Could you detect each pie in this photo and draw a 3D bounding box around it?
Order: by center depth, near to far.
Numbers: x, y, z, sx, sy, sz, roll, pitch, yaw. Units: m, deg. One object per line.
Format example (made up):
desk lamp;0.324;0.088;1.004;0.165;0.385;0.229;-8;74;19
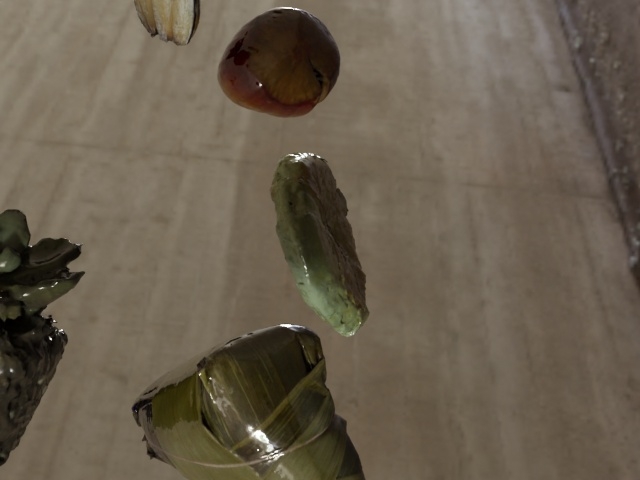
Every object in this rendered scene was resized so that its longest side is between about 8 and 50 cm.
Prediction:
pie;0.000;0.000;1.595;0.306;0.071;0.306;-15;-90;-77

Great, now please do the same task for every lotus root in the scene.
lotus root;-0.265;-0.510;1.842;0.078;0.167;0.329;-43;-28;-41

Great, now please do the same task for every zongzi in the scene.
zongzi;-0.065;0.268;1.162;0.289;0.154;0.318;-33;84;56

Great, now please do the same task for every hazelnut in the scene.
hazelnut;-0.088;-0.344;2.052;0.251;0.217;0.217;-27;-49;-36

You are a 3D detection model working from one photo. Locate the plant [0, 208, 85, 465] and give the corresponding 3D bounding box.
plant;-0.432;0.112;1.307;0.312;0.215;0.213;-64;-1;16
